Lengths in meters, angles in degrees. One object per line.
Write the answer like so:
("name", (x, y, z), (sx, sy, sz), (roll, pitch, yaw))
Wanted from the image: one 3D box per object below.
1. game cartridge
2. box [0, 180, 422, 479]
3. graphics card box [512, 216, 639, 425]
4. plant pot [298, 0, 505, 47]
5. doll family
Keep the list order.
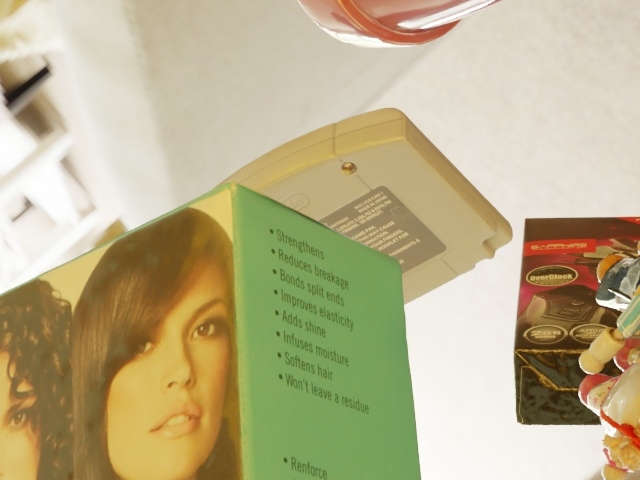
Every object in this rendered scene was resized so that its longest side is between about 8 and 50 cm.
("game cartridge", (0.000, 0.000, 1.435), (0.294, 0.060, 0.196), (-29, 129, 26))
("box", (-0.028, 0.119, 0.326), (0.100, 0.244, 0.060), (-24, 147, 33))
("graphics card box", (0.328, 0.076, 1.700), (0.233, 0.371, 0.094), (0, 113, 10))
("plant pot", (0.094, -0.256, 1.253), (0.180, 0.201, 0.201), (5, 135, 51))
("doll family", (0.204, -0.003, 0.816), (0.118, 0.263, 0.163), (44, 178, -2))
